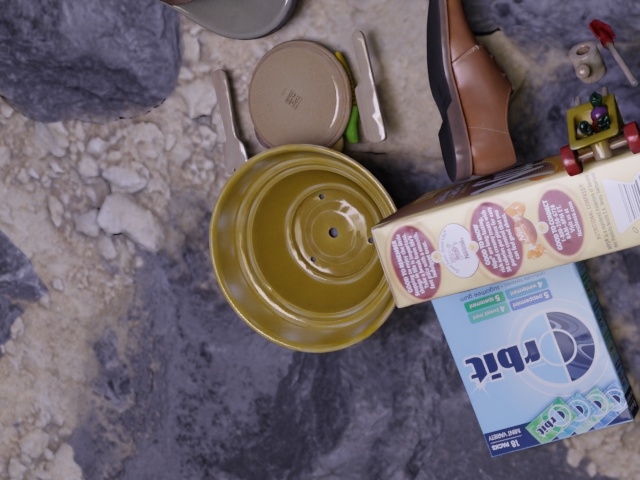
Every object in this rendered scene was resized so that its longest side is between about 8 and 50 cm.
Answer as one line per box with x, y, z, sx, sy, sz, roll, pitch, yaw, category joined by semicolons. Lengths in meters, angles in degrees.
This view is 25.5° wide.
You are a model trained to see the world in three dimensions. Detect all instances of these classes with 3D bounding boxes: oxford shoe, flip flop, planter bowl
0.146;-0.162;1.379;0.076;0.076;0.212;-8;79;-6;oxford shoe
-0.149;-0.291;1.467;0.277;0.080;0.112;30;111;13;flip flop
0.000;0.000;1.470;0.217;0.090;0.217;5;105;20;planter bowl

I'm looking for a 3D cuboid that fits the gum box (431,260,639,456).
0.216;0.112;1.438;0.157;0.041;0.184;-19;96;24;gum box

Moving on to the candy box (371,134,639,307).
0.227;-0.032;1.322;0.316;0.183;0.087;-15;96;24;candy box

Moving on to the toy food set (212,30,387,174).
-0.019;-0.143;1.479;0.192;0.038;0.132;-10;91;29;toy food set

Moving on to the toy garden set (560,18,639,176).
0.298;-0.164;1.230;0.204;0.244;0.049;-20;129;20;toy garden set
